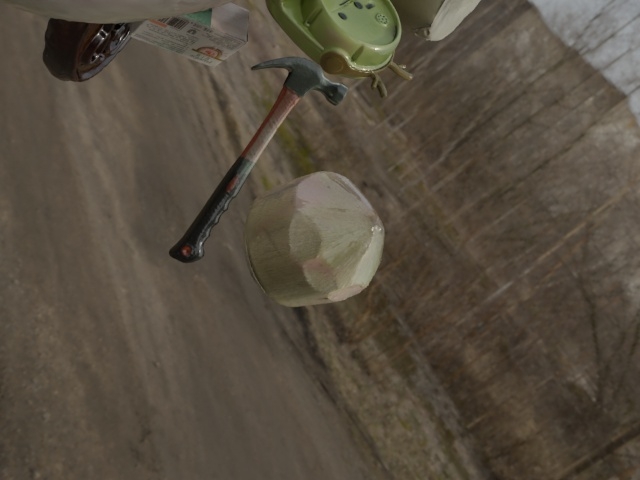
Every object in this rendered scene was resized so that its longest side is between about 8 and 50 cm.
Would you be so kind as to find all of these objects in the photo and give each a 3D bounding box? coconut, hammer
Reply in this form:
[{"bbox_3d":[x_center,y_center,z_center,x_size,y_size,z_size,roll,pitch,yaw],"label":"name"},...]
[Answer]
[{"bbox_3d":[0.000,0.000,1.318,0.224,0.233,0.224,32,52,-52],"label":"coconut"},{"bbox_3d":[-0.089,-0.094,0.998,0.111,0.288,0.033,33,2,-12],"label":"hammer"}]

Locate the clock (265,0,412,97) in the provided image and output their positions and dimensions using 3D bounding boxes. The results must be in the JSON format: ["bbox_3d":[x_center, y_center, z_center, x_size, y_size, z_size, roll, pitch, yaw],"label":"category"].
[{"bbox_3d":[0.058,-0.417,1.608,0.308,0.096,0.235,48,45,0],"label":"clock"}]

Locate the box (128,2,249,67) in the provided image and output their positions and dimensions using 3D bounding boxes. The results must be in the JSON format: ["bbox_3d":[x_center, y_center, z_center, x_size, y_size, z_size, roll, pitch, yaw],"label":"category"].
[{"bbox_3d":[-0.255,-0.423,1.618,0.199,0.135,0.081,17,67,-35],"label":"box"}]

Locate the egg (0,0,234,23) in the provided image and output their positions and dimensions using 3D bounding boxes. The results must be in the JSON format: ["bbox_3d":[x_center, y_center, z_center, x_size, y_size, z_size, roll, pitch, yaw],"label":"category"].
[{"bbox_3d":[-0.118,-0.318,0.571,0.339,0.355,0.354,18,3,16],"label":"egg"}]

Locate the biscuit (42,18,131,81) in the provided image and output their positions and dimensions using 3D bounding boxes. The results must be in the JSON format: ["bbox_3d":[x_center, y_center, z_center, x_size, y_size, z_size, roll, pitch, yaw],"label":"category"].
[{"bbox_3d":[-0.413,-0.491,1.693,0.091,0.407,0.407,34,14,-6],"label":"biscuit"}]

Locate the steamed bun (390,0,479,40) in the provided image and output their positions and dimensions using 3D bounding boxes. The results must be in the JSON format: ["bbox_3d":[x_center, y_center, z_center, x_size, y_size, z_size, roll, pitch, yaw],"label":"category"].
[{"bbox_3d":[0.255,-0.601,1.795,0.206,0.324,0.324,43,10,11],"label":"steamed bun"}]
